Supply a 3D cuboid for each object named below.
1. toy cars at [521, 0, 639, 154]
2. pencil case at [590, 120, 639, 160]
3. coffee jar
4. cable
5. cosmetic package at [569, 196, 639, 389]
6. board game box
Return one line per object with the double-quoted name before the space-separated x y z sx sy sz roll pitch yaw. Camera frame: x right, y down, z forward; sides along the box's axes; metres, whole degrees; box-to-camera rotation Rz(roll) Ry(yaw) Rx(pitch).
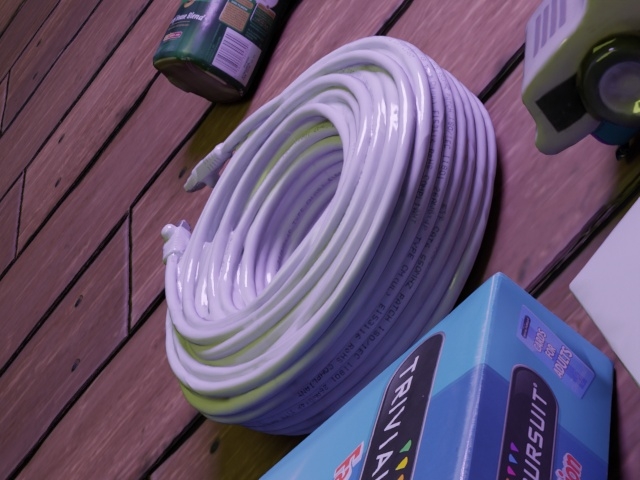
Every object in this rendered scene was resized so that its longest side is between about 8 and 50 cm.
"toy cars" 0.193 -0.130 0.505 0.176 0.087 0.393 -49 18 -24
"pencil case" 0.177 -0.108 0.749 0.151 0.064 0.070 -43 13 34
"coffee jar" -0.068 -0.214 1.329 0.096 0.079 0.184 -1 61 63
"cable" 0.000 0.000 0.942 0.257 0.089 0.257 -42 30 33
"cosmetic package" 0.179 0.063 0.487 0.085 0.117 0.231 -54 24 14
"board game box" -0.018 0.199 0.689 0.336 0.079 0.254 -45 14 30
